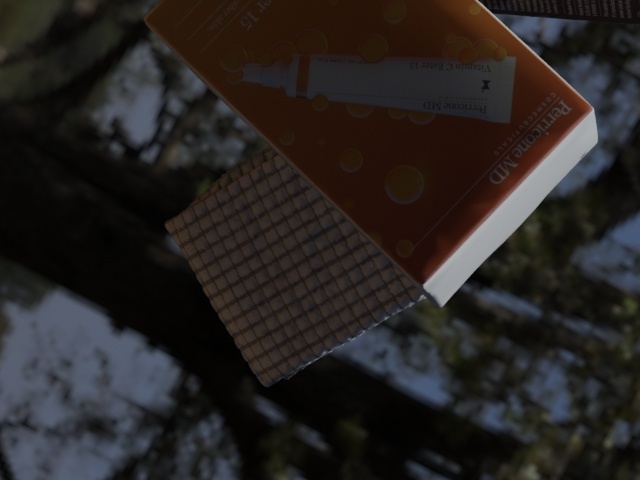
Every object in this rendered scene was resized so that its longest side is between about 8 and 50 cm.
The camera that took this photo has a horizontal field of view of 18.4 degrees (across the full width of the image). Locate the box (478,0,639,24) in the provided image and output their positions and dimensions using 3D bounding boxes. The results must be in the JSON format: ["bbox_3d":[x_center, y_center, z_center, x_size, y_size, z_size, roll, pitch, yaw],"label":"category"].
[{"bbox_3d":[0.166,-0.332,1.926,0.143,0.381,0.191,59,39,-66],"label":"box"}]

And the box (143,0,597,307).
[{"bbox_3d":[0.049,-0.140,1.758,0.215,0.345,0.168,-47,168,1],"label":"box"}]

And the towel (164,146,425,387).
[{"bbox_3d":[0.000,0.000,2.194,0.284,0.235,0.121,-32,174,27],"label":"towel"}]
